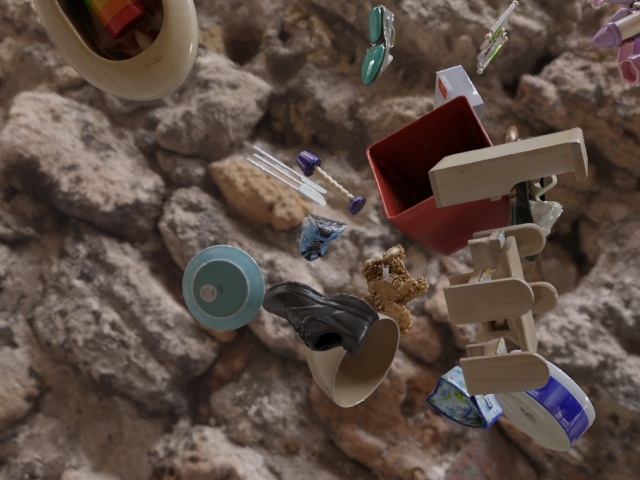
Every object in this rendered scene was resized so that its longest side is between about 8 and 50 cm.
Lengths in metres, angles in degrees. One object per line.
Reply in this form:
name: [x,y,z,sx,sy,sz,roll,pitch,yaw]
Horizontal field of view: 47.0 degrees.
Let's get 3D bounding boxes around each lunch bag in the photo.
lunch bag: [0.341,0.370,1.703,0.151,0.096,0.129,36,20,22]

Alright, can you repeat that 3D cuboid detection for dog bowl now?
dog bowl: [0.560,0.411,1.888,0.265,0.104,0.265,41,-19,17]

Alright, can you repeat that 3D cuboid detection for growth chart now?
growth chart: [0.487,-0.560,2.054,0.021,0.172,0.237,35,-8,12]

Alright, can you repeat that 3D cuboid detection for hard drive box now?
hard drive box: [0.441,-0.413,2.372,0.232,0.089,0.181,82,-11,-56]

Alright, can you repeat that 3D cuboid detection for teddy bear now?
teddy bear: [0.230,0.172,2.377,0.113,0.245,0.338,44,12,-46]

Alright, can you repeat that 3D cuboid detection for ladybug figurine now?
ladybug figurine: [-0.421,-0.492,1.540,0.449,0.305,0.162,57,8,2]

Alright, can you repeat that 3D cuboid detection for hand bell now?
hand bell: [0.486,-0.228,1.922,0.126,0.242,0.126,12,-45,13]

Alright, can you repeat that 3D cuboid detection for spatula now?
spatula: [-0.086,-0.175,1.983,0.242,0.019,0.168,32,21,-8]

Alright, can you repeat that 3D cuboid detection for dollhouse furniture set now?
dollhouse furniture set: [0.379,0.023,1.341,0.362,0.257,0.394,-38,115,-64]

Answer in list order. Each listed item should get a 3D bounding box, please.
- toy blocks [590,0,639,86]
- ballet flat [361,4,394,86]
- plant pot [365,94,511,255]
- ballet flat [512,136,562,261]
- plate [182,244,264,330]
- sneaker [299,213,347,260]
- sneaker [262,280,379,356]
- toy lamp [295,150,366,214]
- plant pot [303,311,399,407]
toy blocks: [0.652,-0.447,1.508,0.309,0.260,0.288,58,-8,42]
ballet flat: [0.146,-0.458,1.753,0.068,0.213,0.072,17,-18,-38]
plant pot: [0.297,-0.124,1.703,0.235,0.267,0.267,48,20,-39]
ballet flat: [0.470,-0.096,1.610,0.095,0.280,0.096,1,-10,-43]
plate: [-0.214,0.104,1.593,0.188,0.188,0.024,35,9,6]
sneaker: [0.000,0.000,1.182,0.063,0.073,0.162,15,-4,-6]
sneaker: [-0.020,0.171,1.597,0.286,0.130,0.109,8,-30,35]
toy lamp: [0.030,-0.196,2.418,0.275,0.080,0.080,40,-4,18]
plant pot: [0.064,0.305,2.104,0.191,0.284,0.284,29,-9,36]
